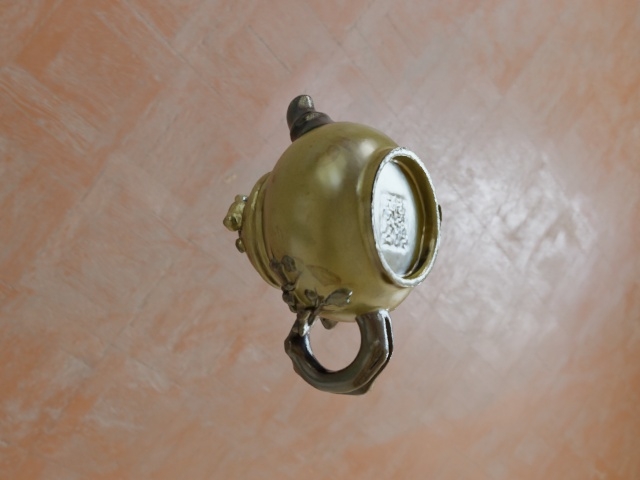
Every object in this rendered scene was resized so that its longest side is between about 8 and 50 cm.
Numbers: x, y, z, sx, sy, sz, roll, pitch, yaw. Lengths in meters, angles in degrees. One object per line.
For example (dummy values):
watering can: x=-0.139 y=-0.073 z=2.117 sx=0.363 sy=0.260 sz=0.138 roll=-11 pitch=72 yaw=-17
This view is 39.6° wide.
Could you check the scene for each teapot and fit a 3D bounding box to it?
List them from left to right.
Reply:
teapot: x=0.000 y=0.000 z=0.787 sx=0.173 sy=0.182 sz=0.270 roll=8 pitch=80 yaw=-55
